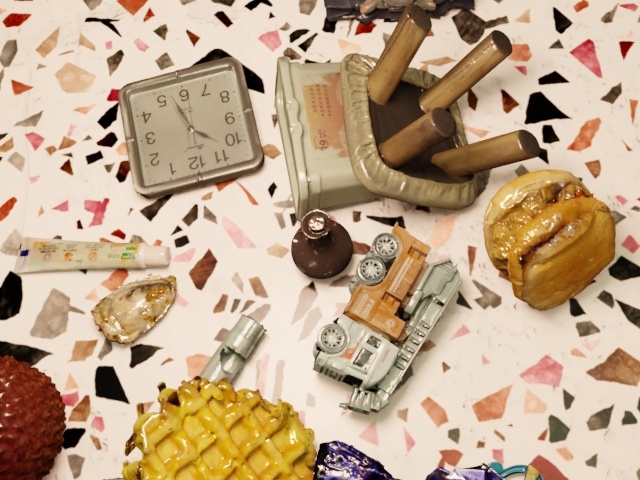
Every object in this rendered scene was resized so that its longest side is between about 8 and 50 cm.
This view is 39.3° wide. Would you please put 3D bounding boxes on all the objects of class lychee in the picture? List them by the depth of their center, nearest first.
[{"bbox_3d":[-0.595,0.332,1.564,0.304,0.276,0.275,-18,64,-38],"label":"lychee"}]

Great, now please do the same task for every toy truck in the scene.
[{"bbox_3d":[0.113,0.153,1.638,0.184,0.133,0.338,29,72,5],"label":"toy truck"}]

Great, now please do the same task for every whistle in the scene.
[{"bbox_3d":[-0.209,0.277,1.655,0.062,0.062,0.312,31,75,15],"label":"whistle"}]

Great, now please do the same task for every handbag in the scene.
[{"bbox_3d":[0.166,-0.580,1.925,0.326,0.118,0.269,-5,69,5],"label":"handbag"}]

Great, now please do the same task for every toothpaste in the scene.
[{"bbox_3d":[-0.455,0.030,1.779,0.314,0.058,0.056,1,113,9],"label":"toothpaste"}]

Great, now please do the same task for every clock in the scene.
[{"bbox_3d":[-0.270,-0.235,1.863,0.273,0.049,0.279,-14,68,1],"label":"clock"}]

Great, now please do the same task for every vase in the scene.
[{"bbox_3d":[0.000,0.000,1.676,0.120,0.183,0.120,-1,69,3],"label":"vase"}]

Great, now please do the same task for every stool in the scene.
[{"bbox_3d":[0.220,-0.241,1.664,0.310,0.226,0.310,7,64,-36],"label":"stool"}]

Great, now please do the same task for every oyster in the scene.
[{"bbox_3d":[-0.353,0.123,1.731,0.105,0.056,0.177,44,79,7],"label":"oyster"}]

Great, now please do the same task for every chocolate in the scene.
[{"bbox_3d":[0.157,0.428,1.497,0.343,0.126,0.148,7,68,20],"label":"chocolate"}]

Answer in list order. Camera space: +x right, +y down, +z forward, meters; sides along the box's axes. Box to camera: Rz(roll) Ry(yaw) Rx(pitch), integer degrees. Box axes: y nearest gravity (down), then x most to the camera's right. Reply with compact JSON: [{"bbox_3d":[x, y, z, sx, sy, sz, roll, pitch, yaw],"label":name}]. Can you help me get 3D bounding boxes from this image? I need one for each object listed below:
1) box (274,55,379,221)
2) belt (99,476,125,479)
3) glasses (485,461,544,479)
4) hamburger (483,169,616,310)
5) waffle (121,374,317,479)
[{"bbox_3d":[0.019,-0.211,1.773,0.182,0.175,0.312,-8,68,-8],"label":"box"},{"bbox_3d":[-0.351,0.515,1.522,0.295,0.160,0.207,-10,69,2],"label":"belt"},{"bbox_3d":[0.321,0.489,1.482,0.102,0.207,0.239,44,78,-20],"label":"glasses"},{"bbox_3d":[0.415,-0.005,1.626,0.244,0.244,0.163,-32,49,-7],"label":"hamburger"},{"bbox_3d":[-0.161,0.422,1.489,0.382,0.095,0.379,21,66,-31],"label":"waffle"}]
